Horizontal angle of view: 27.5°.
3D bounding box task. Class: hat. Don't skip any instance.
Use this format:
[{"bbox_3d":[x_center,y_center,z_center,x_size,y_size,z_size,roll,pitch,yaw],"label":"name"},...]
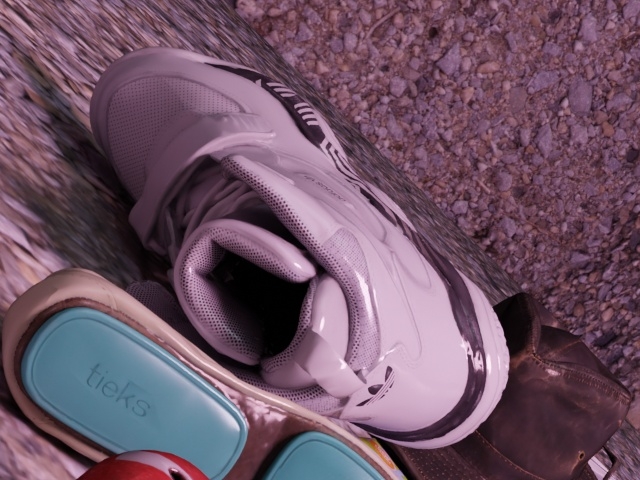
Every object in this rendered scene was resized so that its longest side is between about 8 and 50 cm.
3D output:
[{"bbox_3d":[0.173,0.130,1.093,0.331,0.134,0.331,35,24,-18],"label":"hat"}]

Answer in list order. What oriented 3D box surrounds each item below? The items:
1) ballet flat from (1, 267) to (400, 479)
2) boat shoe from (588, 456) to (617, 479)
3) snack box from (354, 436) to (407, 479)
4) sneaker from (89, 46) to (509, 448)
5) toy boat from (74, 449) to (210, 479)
[{"bbox_3d":[-0.040,0.099,0.592,0.248,0.086,0.086,44,10,-19],"label":"ballet flat"},{"bbox_3d":[0.255,0.249,1.277,0.258,0.095,0.084,51,13,13],"label":"boat shoe"},{"bbox_3d":[0.028,0.160,0.755,0.100,0.037,0.141,52,9,21],"label":"snack box"},{"bbox_3d":[-0.056,-0.019,0.798,0.366,0.137,0.210,44,12,26],"label":"sneaker"},{"bbox_3d":[0.013,0.148,0.360,0.231,0.151,0.151,48,8,3],"label":"toy boat"}]
